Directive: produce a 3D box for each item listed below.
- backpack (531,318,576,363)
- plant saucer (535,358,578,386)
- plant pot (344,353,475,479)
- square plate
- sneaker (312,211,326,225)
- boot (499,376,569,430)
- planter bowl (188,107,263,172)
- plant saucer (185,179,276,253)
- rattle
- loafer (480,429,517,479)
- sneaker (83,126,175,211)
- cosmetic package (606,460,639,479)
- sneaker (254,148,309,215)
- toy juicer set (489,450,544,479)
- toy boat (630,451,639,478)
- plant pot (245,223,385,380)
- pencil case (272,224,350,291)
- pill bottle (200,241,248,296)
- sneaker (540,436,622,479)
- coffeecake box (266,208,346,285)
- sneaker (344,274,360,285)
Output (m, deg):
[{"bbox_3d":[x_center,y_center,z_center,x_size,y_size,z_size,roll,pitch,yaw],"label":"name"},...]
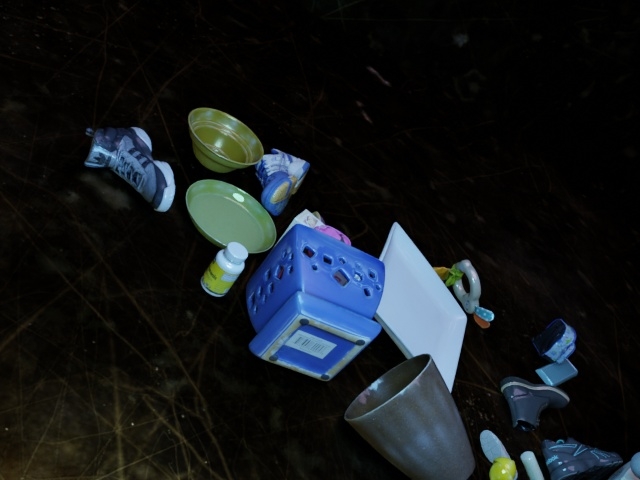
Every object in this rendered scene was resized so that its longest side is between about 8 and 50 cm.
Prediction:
[{"bbox_3d":[0.695,0.295,2.100,0.084,0.114,0.105,34,18,-14],"label":"backpack"},{"bbox_3d":[0.695,0.383,2.091,0.192,0.018,0.067,-5,51,-49],"label":"plant saucer"},{"bbox_3d":[0.200,0.385,1.440,0.230,0.215,0.215,55,32,-1],"label":"plant pot"},{"bbox_3d":[0.235,0.171,1.782,0.347,0.049,0.344,52,32,-14],"label":"square plate"},{"bbox_3d":[0.000,0.000,1.853,0.084,0.069,0.185,52,12,-34],"label":"sneaker"},{"bbox_3d":[0.559,0.440,1.840,0.198,0.077,0.137,13,42,-13],"label":"boot"},{"bbox_3d":[-0.264,-0.242,1.864,0.217,0.090,0.217,27,33,-19],"label":"planter bowl"},{"bbox_3d":[-0.218,-0.049,1.711,0.241,0.037,0.241,27,32,-19],"label":"plant saucer"},{"bbox_3d":[0.390,0.162,2.025,0.142,0.130,0.200,-5,77,-35],"label":"rattle"},{"bbox_3d":[0.410,0.494,1.642,0.125,0.045,0.039,60,20,21],"label":"loafer"},{"bbox_3d":[-0.433,-0.162,1.587,0.153,0.101,0.268,3,40,-42],"label":"sneaker"},{"bbox_3d":[0.826,0.697,1.726,0.160,0.113,0.309,-12,55,-52],"label":"cosmetic package"},{"bbox_3d":[-0.128,-0.160,1.900,0.131,0.112,0.296,29,23,0],"label":"sneaker"},{"bbox_3d":[0.388,0.541,1.472,0.329,0.089,0.209,-8,84,-56],"label":"toy juicer set"},{"bbox_3d":[0.725,0.634,1.594,0.267,0.148,0.318,23,77,-11],"label":"toy boat"},{"bbox_3d":[-0.013,0.144,1.490,0.236,0.236,0.212,24,40,-22],"label":"plant pot"},{"bbox_3d":[-0.023,0.051,1.611,0.098,0.209,0.095,51,34,15],"label":"pencil case"},{"bbox_3d":[-0.201,0.059,1.511,0.065,0.116,0.065,26,32,-18],"label":"pill bottle"},{"bbox_3d":[0.648,0.533,1.770,0.267,0.101,0.106,10,38,-38],"label":"sneaker"},{"bbox_3d":[-0.012,0.043,1.698,0.185,0.142,0.068,40,32,4],"label":"coffeecake box"},{"bbox_3d":[0.115,0.103,1.794,0.258,0.094,0.091,19,31,-29],"label":"sneaker"}]
